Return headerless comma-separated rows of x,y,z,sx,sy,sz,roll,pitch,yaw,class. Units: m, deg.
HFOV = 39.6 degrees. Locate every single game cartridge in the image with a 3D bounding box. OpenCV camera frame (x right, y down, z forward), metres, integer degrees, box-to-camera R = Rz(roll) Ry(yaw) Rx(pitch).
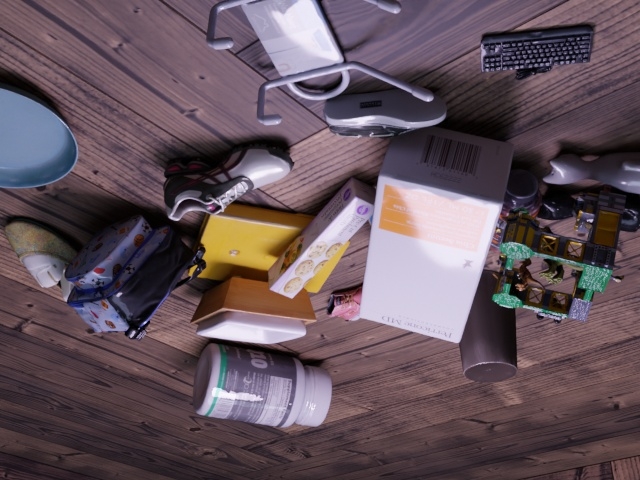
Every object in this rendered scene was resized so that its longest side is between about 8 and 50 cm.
-0.119,0.019,2.020,0.324,0.052,0.285,8,148,-16,game cartridge

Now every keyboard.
0.360,-0.307,1.487,0.180,0.023,0.108,-3,149,9,keyboard

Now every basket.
0.402,0.216,2.154,0.154,0.226,0.204,-15,145,25,basket

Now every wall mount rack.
0.003,-0.303,1.398,0.304,0.130,0.350,-10,148,17,wall mount rack

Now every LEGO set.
0.465,0.007,1.736,0.255,0.192,0.331,9,152,20,LEGO set

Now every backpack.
-0.434,0.084,1.940,0.263,0.276,0.213,-24,110,47,backpack

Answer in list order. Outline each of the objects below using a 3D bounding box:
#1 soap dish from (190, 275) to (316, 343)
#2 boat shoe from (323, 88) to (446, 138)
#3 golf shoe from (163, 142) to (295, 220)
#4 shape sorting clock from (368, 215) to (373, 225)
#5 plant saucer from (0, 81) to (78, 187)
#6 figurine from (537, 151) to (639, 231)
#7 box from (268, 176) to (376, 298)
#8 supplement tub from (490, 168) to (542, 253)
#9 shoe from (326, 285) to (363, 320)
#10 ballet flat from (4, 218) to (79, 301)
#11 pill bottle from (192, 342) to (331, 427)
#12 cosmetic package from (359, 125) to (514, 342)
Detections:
-0.165,0.171,2.131,0.229,0.118,0.291,10,165,-21,soap dish
0.117,-0.222,1.589,0.219,0.077,0.070,2,149,14,boat shoe
-0.179,-0.107,1.740,0.273,0.120,0.105,-11,145,17,golf shoe
0.203,-0.059,1.883,0.206,0.040,0.206,1,149,0,shape sorting clock
-0.613,-0.203,1.663,0.318,0.043,0.317,1,148,1,plant saucer
0.542,-0.102,1.768,0.210,0.092,0.215,2,148,7,figurine
0.000,0.000,1.887,0.067,0.063,0.324,23,128,-29,box
0.390,-0.062,1.812,0.106,0.106,0.198,0,148,1,supplement tub
0.078,0.152,2.213,0.081,0.063,0.178,7,153,-19,shoe
-0.597,0.075,2.055,0.123,0.123,0.348,-13,146,22,ballet flat
-0.165,0.420,2.529,0.361,0.204,0.204,13,147,-20,pill bottle
0.217,-0.005,1.756,0.230,0.161,0.453,13,142,8,cosmetic package
